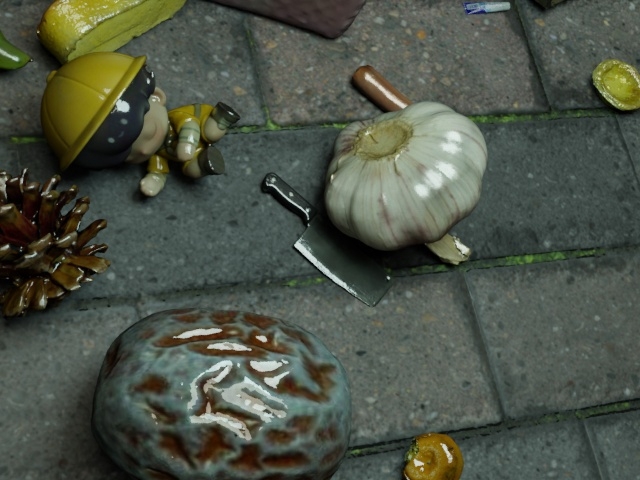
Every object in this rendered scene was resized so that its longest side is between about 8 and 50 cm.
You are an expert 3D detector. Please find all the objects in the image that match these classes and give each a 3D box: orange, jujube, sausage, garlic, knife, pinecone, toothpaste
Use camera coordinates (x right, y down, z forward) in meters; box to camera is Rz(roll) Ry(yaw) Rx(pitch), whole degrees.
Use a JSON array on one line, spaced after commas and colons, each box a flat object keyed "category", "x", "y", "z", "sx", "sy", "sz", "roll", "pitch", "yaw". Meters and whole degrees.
[{"category": "orange", "x": 0.154, "y": 0.302, "z": 1.473, "sx": 0.086, "sy": 0.062, "sz": 0.086, "roll": -7, "pitch": 72, "yaw": 21}, {"category": "jujube", "x": -0.124, "y": 0.200, "z": 1.334, "sx": 0.308, "sy": 0.215, "sz": 0.246, "roll": 1, "pitch": 65, "yaw": -18}, {"category": "sausage", "x": 0.123, "y": -0.211, "z": 1.713, "sx": 0.177, "sy": 0.047, "sz": 0.040, "roll": 40, "pitch": 75, "yaw": 2}, {"category": "garlic", "x": 0.145, "y": -0.060, "z": 1.591, "sx": 0.253, "sy": 0.245, "sz": 0.245, "roll": 55, "pitch": 53, "yaw": -33}, {"category": "knife", "x": 0.000, "y": 0.000, "z": 1.587, "sx": 0.245, "sy": 0.019, "sz": 0.072, "roll": 41, "pitch": 61, "yaw": 0}, {"category": "pinecone", "x": -0.362, "y": -0.002, "z": 1.384, "sx": 0.179, "sy": 0.150, "sz": 0.195, "roll": -29, "pitch": 75, "yaw": -22}, {"category": "toothpaste", "x": 0.285, "y": -0.401, "z": 1.880, "sx": 0.083, "sy": 0.015, "sz": 0.024, "roll": -8, "pitch": 70, "yaw": -17}]

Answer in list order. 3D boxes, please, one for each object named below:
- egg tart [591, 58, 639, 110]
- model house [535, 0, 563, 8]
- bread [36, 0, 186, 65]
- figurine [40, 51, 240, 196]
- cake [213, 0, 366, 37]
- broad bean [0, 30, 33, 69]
[{"category": "egg tart", "x": 0.508, "y": -0.262, "z": 1.878, "sx": 0.105, "sy": 0.039, "sz": 0.105, "roll": 8, "pitch": 63, "yaw": -16}, {"category": "model house", "x": 0.386, "y": -0.568, "z": 1.905, "sx": 0.211, "sy": 0.204, "sz": 0.243, "roll": -32, "pitch": 63, "yaw": -29}, {"category": "bread", "x": -0.301, "y": -0.342, "z": 1.593, "sx": 0.245, "sy": 0.102, "sz": 0.094, "roll": -37, "pitch": 84, "yaw": -28}, {"category": "figurine", "x": -0.254, "y": -0.160, "z": 1.492, "sx": 0.257, "sy": 0.192, "sz": 0.167, "roll": 15, "pitch": 31, "yaw": -39}, {"category": "cake", "x": -0.050, "y": -0.482, "z": 1.679, "sx": 0.309, "sy": 0.230, "sz": 0.237, "roll": 17, "pitch": 64, "yaw": -13}, {"category": "broad bean", "x": -0.549, "y": -0.320, "z": 1.520, "sx": 0.325, "sy": 0.067, "sz": 0.075, "roll": 26, "pitch": 30, "yaw": -4}]
